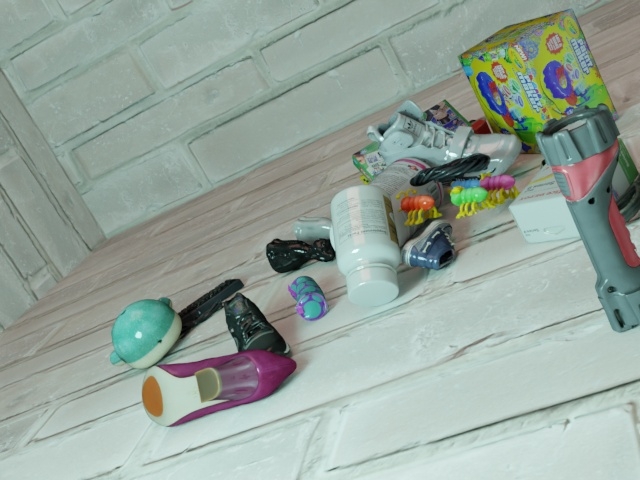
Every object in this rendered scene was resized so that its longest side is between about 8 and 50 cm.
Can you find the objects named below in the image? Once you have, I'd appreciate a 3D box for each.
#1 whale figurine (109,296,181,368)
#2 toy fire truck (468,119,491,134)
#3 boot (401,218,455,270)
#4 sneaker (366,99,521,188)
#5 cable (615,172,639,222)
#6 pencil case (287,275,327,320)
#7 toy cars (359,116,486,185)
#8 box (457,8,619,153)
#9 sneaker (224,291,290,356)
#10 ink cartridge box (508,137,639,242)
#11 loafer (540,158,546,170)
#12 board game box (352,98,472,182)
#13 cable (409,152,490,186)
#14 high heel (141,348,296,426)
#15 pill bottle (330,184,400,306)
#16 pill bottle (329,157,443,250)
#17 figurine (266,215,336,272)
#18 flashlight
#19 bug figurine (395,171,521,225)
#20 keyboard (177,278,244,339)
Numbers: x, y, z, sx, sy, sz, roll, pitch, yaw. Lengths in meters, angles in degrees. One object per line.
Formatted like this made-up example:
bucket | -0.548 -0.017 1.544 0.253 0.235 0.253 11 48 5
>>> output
whale figurine | -0.469 0.216 2.123 0.216 0.141 0.272 -50 29 -15
toy fire truck | 0.393 -0.225 2.159 0.192 0.047 0.135 -42 36 -13
boot | 0.250 0.014 1.749 0.086 0.069 0.190 15 31 31
sneaker | 0.287 -0.233 2.029 0.366 0.210 0.137 -8 47 40
cable | 0.594 -0.124 1.536 0.287 0.072 0.139 -34 11 -18
pencil case | -0.029 0.125 1.850 0.070 0.064 0.151 -5 13 -7
toy cars | 0.306 -0.233 2.394 0.394 0.087 0.176 -27 11 -9
box | 0.532 -0.382 2.070 0.177 0.290 0.279 -33 15 -15
sneaker | -0.154 0.187 1.759 0.107 0.124 0.283 -32 16 -10
ink cartridge box | 0.481 -0.093 1.593 0.154 0.093 0.212 -12 26 50
loafer | 0.511 -0.146 1.797 0.056 0.050 0.148 -32 15 -11
board game box | 0.275 -0.232 2.263 0.317 0.046 0.213 -32 59 -12
cable | 0.288 -0.159 1.859 0.184 0.047 0.150 -12 0 38
high heel | -0.212 0.289 1.652 0.181 0.127 0.377 -4 -7 -38
pill bottle | 0.095 0.012 1.708 0.131 0.131 0.229 -22 53 23
pill bottle | 0.154 -0.064 1.957 0.160 0.160 0.283 -13 22 46
figurine | 0.000 0.000 2.197 0.209 0.092 0.215 -5 26 39
flashlight | 0.396 -0.031 1.141 0.103 0.304 0.103 -18 19 37
bug figurine | 0.309 -0.101 1.840 0.216 0.072 0.279 -4 11 45
keyboard | -0.343 0.196 2.251 0.317 0.033 0.201 -36 17 -21
